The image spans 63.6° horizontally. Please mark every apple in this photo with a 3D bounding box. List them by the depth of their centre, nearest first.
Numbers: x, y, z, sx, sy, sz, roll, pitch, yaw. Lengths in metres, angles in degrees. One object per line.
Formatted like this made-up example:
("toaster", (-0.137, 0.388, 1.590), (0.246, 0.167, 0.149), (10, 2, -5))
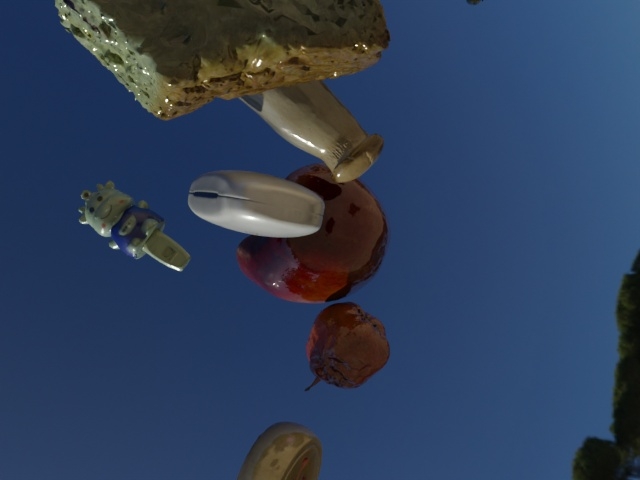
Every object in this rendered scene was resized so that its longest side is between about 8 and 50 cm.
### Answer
("apple", (0.000, 0.000, 1.227), (0.365, 0.329, 0.295), (21, -116, -50))

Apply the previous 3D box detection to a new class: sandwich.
("sandwich", (-0.115, -0.282, 0.544), (0.326, 0.131, 0.262), (-17, -87, -13))

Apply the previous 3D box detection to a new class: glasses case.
("glasses case", (-0.061, -0.031, 0.429), (0.074, 0.193, 0.049), (12, -90, -25))

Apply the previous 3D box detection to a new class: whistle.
("whistle", (-0.360, -0.023, 0.997), (0.244, 0.092, 0.110), (36, -97, 0))

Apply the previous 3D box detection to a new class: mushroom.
("mushroom", (-0.057, -0.277, 1.000), (0.407, 0.137, 0.154), (44, -156, 3))

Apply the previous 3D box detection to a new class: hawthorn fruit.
("hawthorn fruit", (0.046, 0.276, 1.240), (0.207, 0.207, 0.243), (35, -83, -34))

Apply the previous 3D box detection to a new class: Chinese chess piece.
("Chinese chess piece", (-0.094, 0.559, 1.203), (0.273, 0.102, 0.273), (-40, -43, -52))

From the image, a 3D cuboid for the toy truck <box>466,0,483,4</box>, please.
("toy truck", (0.342, -0.629, 1.169), (0.116, 0.191, 0.085), (-32, -27, -6))
